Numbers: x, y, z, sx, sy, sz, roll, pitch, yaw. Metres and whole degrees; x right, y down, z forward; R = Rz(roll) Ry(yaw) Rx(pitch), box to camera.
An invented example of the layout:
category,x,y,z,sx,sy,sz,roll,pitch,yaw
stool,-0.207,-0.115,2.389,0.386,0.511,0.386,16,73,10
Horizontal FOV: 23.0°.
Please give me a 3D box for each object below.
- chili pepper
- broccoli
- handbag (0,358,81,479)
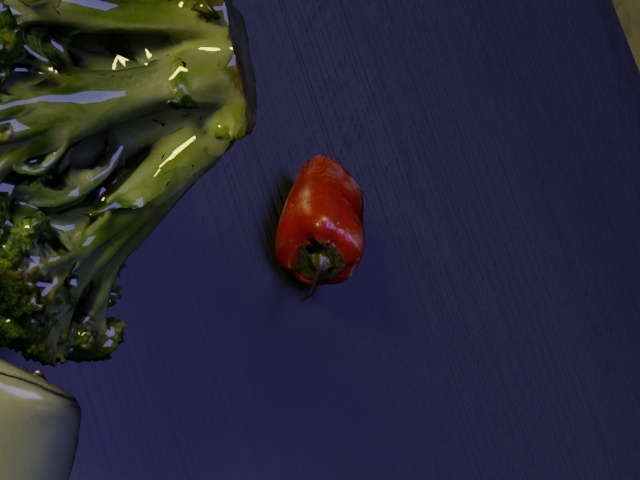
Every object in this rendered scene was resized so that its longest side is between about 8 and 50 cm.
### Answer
category,x,y,z,sx,sy,sz,roll,pitch,yaw
chili pepper,0.000,0.000,1.483,0.086,0.084,0.192,23,37,-5
broccoli,-0.184,-0.087,1.056,0.304,0.284,0.321,-90,166,-67
handbag,-0.260,0.186,0.773,0.241,0.109,0.315,23,78,-16
